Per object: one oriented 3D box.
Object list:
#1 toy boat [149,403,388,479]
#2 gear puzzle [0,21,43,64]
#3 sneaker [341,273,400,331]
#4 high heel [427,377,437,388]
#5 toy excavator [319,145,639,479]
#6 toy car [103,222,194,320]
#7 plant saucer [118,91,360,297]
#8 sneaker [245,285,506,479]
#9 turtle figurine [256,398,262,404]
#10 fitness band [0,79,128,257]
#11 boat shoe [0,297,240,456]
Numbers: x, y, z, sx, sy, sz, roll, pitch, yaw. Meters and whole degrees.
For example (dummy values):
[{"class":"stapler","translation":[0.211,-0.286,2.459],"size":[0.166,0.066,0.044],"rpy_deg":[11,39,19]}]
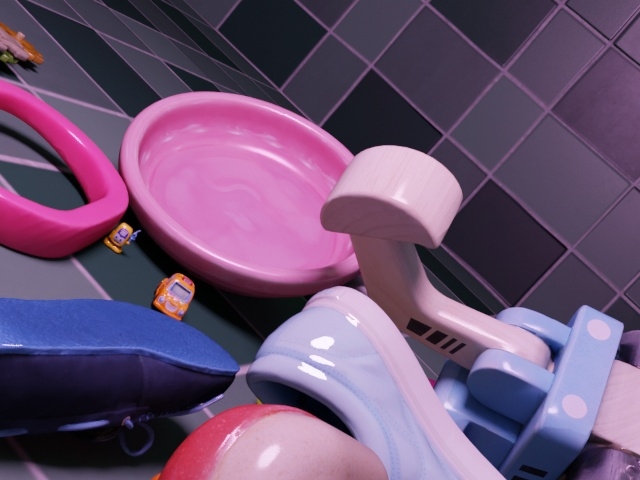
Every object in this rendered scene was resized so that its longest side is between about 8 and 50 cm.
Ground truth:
[{"class":"toy boat","translation":[-0.051,0.184,0.605],"size":[0.151,0.151,0.231],"rpy_deg":[5,-19,20]},{"class":"gear puzzle","translation":[-0.460,-0.276,1.160],"size":[0.175,0.044,0.339],"rpy_deg":[43,9,14]},{"class":"sneaker","translation":[0.055,0.100,1.325],"size":[0.102,0.111,0.252],"rpy_deg":[6,-3,-5]},{"class":"high heel","translation":[0.285,0.246,1.296],"size":[0.377,0.181,0.127],"rpy_deg":[36,13,-26]},{"class":"toy excavator","translation":[0.186,0.140,1.049],"size":[0.445,0.433,0.222],"rpy_deg":[24,52,8]},{"class":"toy car","translation":[-0.174,0.028,0.961],"size":[0.122,0.040,0.060],"rpy_deg":[43,12,2]},{"class":"plant saucer","translation":[-0.086,-0.049,1.152],"size":[0.332,0.084,0.332],"rpy_deg":[16,40,-14]},{"class":"sneaker","translation":[0.060,0.224,0.797],"size":[0.150,0.135,0.366],"rpy_deg":[-33,83,-39]},{"class":"turtle figurine","translation":[0.040,0.180,0.986],"size":[0.269,0.087,0.217],"rpy_deg":[46,13,21]},{"class":"fitness band","translation":[-0.293,-0.077,0.929],"size":[0.209,0.054,0.291],"rpy_deg":[41,13,-2]},{"class":"boat shoe","translation":[-0.164,0.094,0.664],"size":[0.109,0.089,0.258],"rpy_deg":[34,10,37]}]
